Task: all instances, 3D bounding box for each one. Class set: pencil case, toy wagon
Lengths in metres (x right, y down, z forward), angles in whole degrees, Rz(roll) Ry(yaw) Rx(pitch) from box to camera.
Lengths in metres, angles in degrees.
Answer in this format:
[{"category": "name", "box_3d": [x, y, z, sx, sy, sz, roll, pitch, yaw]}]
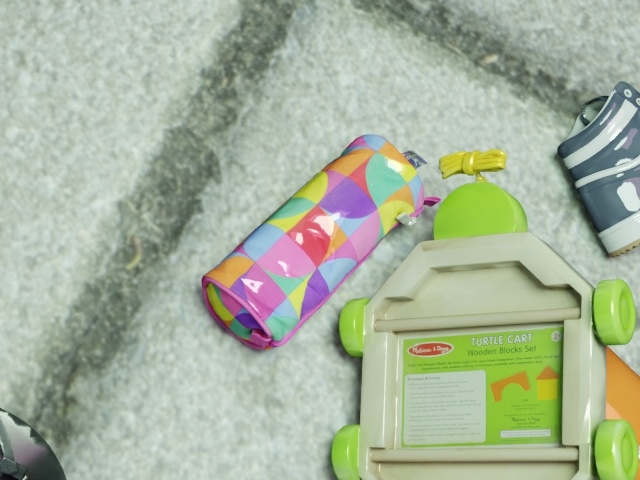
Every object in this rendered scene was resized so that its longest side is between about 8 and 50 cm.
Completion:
[{"category": "pencil case", "box_3d": [0.000, 0.000, 1.206, 0.236, 0.104, 0.104, -42, 87, -21]}, {"category": "toy wagon", "box_3d": [0.144, 0.090, 1.144, 0.068, 0.267, 0.344, 25, 64, -55]}]

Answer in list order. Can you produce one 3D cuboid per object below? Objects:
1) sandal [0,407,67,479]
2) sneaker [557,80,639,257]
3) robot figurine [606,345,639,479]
[{"category": "sandal", "box_3d": [-0.319, 0.151, 1.093, 0.254, 0.054, 0.097, 43, 68, 1]}, {"category": "sneaker", "box_3d": [0.372, -0.114, 1.342, 0.282, 0.099, 0.153, -31, 85, -18]}, {"category": "robot figurine", "box_3d": [0.246, 0.167, 1.205, 0.219, 0.158, 0.128, 44, 95, 1]}]
